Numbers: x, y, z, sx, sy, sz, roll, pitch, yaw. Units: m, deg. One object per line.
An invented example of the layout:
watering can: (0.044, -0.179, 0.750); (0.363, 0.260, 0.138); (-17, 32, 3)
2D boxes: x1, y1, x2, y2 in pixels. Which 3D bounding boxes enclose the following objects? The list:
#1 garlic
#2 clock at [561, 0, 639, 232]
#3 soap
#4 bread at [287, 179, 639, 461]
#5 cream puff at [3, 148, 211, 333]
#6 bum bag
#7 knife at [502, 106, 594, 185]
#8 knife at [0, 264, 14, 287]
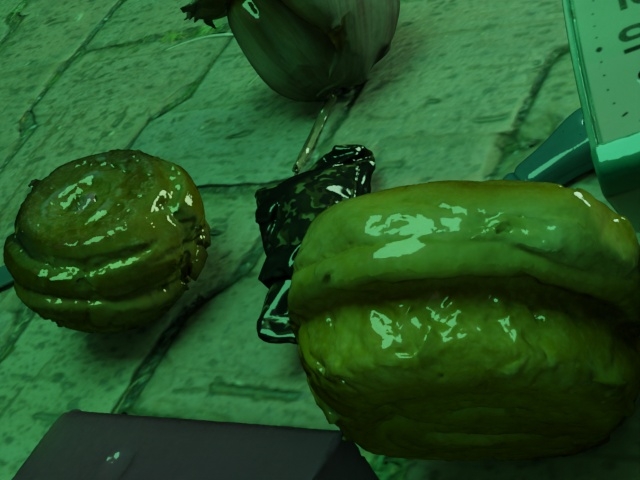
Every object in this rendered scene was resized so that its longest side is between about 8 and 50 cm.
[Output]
garlic: (-0.043, -0.191, 1.210); (0.207, 0.207, 0.256); (7, 73, 46)
clock: (0.302, -0.135, 0.837); (0.262, 0.116, 0.231); (-18, 50, 20)
soap: (-0.104, 0.201, 0.809); (0.259, 0.081, 0.181); (-2, 43, 39)
bread: (0.083, 0.049, 0.722); (0.198, 0.236, 0.120); (-2, 65, 10)
cream puff: (-0.180, 0.009, 1.089); (0.189, 0.129, 0.189); (-12, 33, 8)
bum bag: (-0.001, 0.001, 1.002); (0.102, 0.069, 0.248); (-29, 27, 16)
knife: (0.131, -0.020, 0.960); (0.244, 0.032, 0.058); (-38, 40, 0)
knife: (-0.324, 0.039, 1.281); (0.313, 0.019, 0.044); (-24, 31, 10)
